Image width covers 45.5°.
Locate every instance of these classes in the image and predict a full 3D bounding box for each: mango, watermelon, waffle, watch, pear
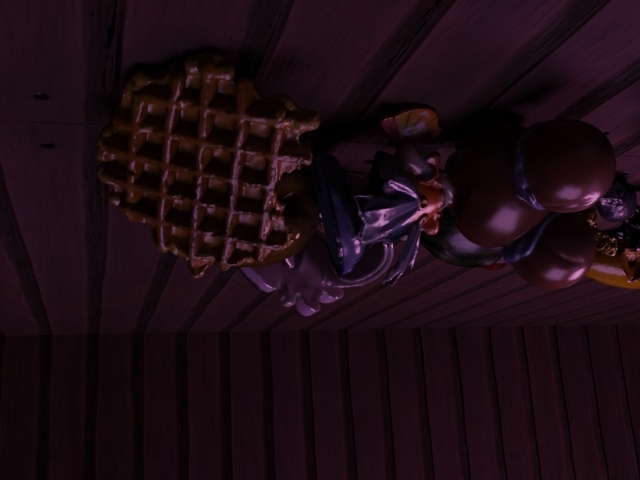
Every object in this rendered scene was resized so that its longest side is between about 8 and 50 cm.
[{"bbox_3d":[0.736,0.047,1.852,0.262,0.129,0.167,1,163,1],"label":"mango"},{"bbox_3d":[0.283,-0.035,1.428,0.193,0.137,0.145,23,161,-11],"label":"watermelon"},{"bbox_3d":[-0.140,-0.084,0.958,0.282,0.058,0.300,33,125,-10],"label":"waffle"},{"bbox_3d":[0.000,0.000,1.327,0.244,0.196,0.231,28,134,-27],"label":"watch"},{"bbox_3d":[-0.114,-0.055,1.128,0.229,0.188,0.211,6,168,-41],"label":"pear"},{"bbox_3d":[0.504,-0.029,1.489,0.194,0.051,0.149,34,-177,-36],"label":"waffle"}]

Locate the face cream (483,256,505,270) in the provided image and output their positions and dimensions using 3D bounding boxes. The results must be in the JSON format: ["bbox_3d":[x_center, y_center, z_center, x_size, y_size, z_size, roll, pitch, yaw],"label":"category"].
[{"bbox_3d":[0.386,-0.002,1.636,0.096,0.095,0.214,-4,166,1],"label":"face cream"}]

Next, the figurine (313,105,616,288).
[{"bbox_3d":[0.199,-0.061,1.110,0.388,0.248,0.276,-11,135,-6],"label":"figurine"}]

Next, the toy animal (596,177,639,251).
[{"bbox_3d":[0.563,-0.083,1.452,0.210,0.121,0.117,31,-169,-38],"label":"toy animal"}]
